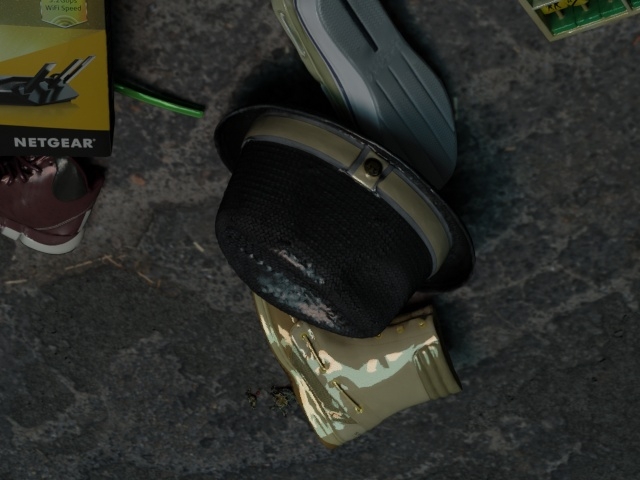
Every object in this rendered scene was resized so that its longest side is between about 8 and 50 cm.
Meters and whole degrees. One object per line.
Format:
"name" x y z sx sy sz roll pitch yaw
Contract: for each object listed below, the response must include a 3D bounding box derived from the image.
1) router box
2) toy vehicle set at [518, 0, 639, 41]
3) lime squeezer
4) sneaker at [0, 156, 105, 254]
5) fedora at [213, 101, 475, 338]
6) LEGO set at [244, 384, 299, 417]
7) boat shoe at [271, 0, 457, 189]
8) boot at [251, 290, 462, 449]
"router box" -0.375 -0.209 1.500 0.309 0.081 0.243 0 129 -4
"toy vehicle set" 0.312 -0.283 1.355 0.267 0.035 0.166 -16 151 26
"lime squeezer" -0.268 -0.228 1.596 0.110 0.059 0.310 -40 115 1
"sneaker" -0.387 -0.093 1.686 0.281 0.106 0.162 16 126 -30
"fedora" 0.000 0.000 1.577 0.334 0.152 0.334 26 156 13
"LEGO set" -0.061 0.213 1.930 0.083 0.023 0.054 14 131 20
"boat shoe" 0.053 -0.176 1.532 0.094 0.109 0.302 20 148 51
"boot" 0.043 0.110 1.763 0.203 0.095 0.262 -24 97 13
